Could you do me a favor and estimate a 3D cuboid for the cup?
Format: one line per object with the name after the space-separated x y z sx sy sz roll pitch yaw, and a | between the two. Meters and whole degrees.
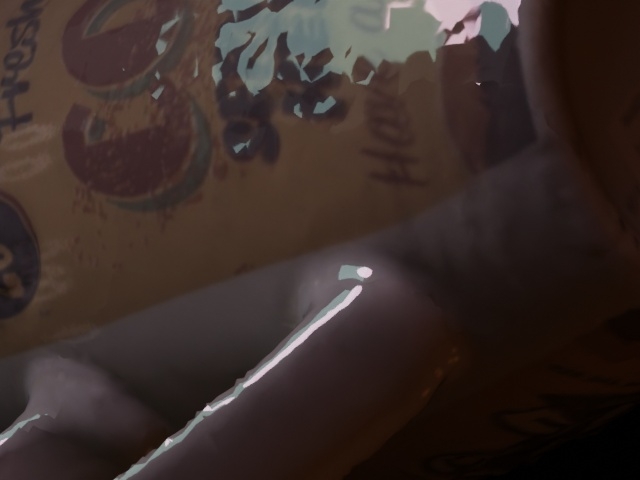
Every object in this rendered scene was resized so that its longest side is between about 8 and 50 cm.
0.000 0.000 0.608 0.257 0.227 0.301 -16 30 51 | cup
